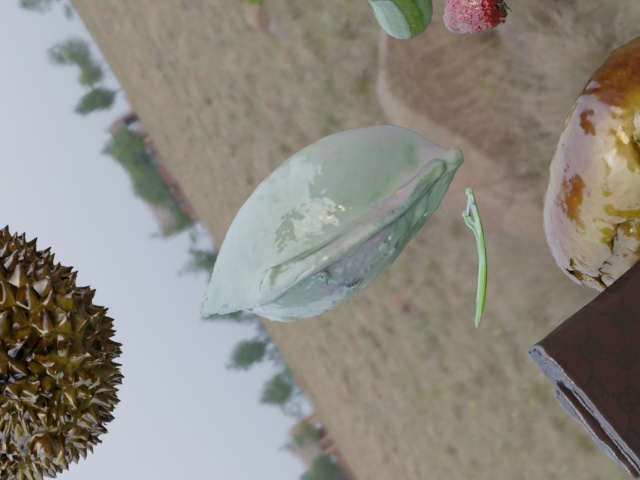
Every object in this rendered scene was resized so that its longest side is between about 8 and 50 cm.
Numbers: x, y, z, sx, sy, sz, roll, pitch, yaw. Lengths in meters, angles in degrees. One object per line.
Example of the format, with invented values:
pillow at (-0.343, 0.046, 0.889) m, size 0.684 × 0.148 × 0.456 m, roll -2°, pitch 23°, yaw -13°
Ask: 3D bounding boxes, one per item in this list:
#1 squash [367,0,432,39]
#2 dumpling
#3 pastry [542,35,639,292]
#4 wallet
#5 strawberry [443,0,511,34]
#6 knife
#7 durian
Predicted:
squash at (0.077, -0.282, 1.312) m, size 0.068 × 0.077 × 0.219 m, roll 41°, pitch -174°, yaw 22°
dumpling at (0.006, 0.003, 0.833) m, size 0.105 × 0.216 × 0.149 m, roll 45°, pitch -156°, yaw -38°
pastry at (0.409, -0.099, 1.483) m, size 0.163 × 0.356 × 0.356 m, roll 30°, pitch 161°, yaw 30°
wallet at (0.354, 0.128, 1.288) m, size 0.182 × 0.229 × 0.049 m, roll 50°, pitch 151°, yaw 8°
strawberry at (0.240, -0.369, 1.887) m, size 0.106 × 0.106 × 0.106 m, roll 58°, pitch 175°, yaw 8°
knife at (0.184, 0.022, 1.401) m, size 0.078 × 0.022 × 0.166 m, roll 72°, pitch -166°, yaw -63°
durian at (-0.417, 0.139, 1.462) m, size 0.384 × 0.347 × 0.348 m, roll 44°, pitch 168°, yaw 31°
